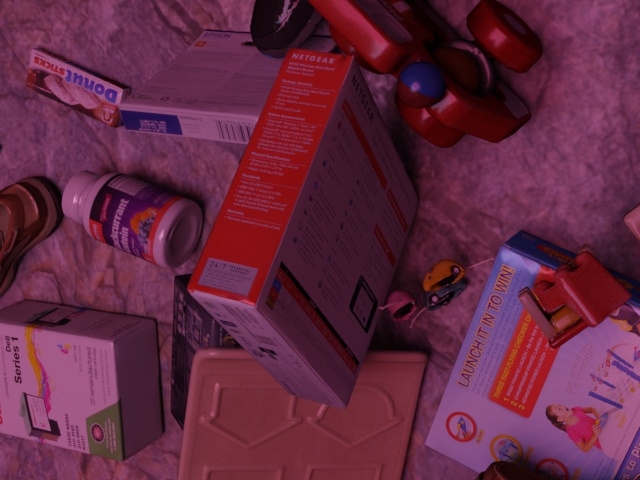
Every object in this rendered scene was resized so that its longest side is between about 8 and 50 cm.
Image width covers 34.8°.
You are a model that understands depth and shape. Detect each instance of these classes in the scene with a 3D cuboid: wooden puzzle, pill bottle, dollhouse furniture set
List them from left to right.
[{"bbox_3d":[-0.282,-0.038,1.508,0.194,0.108,0.108,21,112,21],"label":"pill bottle"},{"bbox_3d":[-0.038,0.285,1.413,0.322,0.080,0.347,3,114,-18],"label":"wooden puzzle"},{"bbox_3d":[0.397,0.014,1.063,0.374,0.201,0.152,-38,83,11],"label":"dollhouse furniture set"}]

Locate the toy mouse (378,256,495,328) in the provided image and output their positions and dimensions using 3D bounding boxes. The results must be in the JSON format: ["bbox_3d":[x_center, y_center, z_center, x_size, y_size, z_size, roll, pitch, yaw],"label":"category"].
[{"bbox_3d":[0.133,0.071,1.328,0.031,0.161,0.143,60,155,22],"label":"toy mouse"}]

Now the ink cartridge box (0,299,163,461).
[{"bbox_3d":[-0.402,0.219,1.635,0.278,0.117,0.201,6,106,26],"label":"ink cartridge box"}]

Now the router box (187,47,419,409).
[{"bbox_3d":[0.000,0.000,1.181,0.082,0.335,0.301,12,67,24],"label":"router box"}]

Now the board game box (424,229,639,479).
[{"bbox_3d":[0.323,0.188,1.272,0.302,0.086,0.308,26,114,19],"label":"board game box"}]

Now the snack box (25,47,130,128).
[{"bbox_3d":[-0.370,-0.232,1.550,0.178,0.022,0.064,25,112,20],"label":"snack box"}]

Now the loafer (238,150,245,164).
[{"bbox_3d":[-0.079,0.014,1.363,0.134,0.130,0.365,20,134,22],"label":"loafer"}]

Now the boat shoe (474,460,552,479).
[{"bbox_3d":[0.335,0.334,1.202,0.307,0.111,0.104,29,112,6],"label":"boat shoe"}]

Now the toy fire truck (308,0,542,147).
[{"bbox_3d":[0.106,-0.226,1.173,0.302,0.254,0.169,49,120,8],"label":"toy fire truck"}]

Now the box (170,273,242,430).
[{"bbox_3d":[-0.164,0.185,1.482,0.183,0.059,0.232,-144,54,-60],"label":"box"}]

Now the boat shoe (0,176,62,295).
[{"bbox_3d":[-0.554,0.014,1.656,0.122,0.120,0.324,50,119,7],"label":"boat shoe"}]

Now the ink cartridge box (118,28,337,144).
[{"bbox_3d":[-0.110,-0.202,1.326,0.223,0.224,0.045,9,130,26],"label":"ink cartridge box"}]

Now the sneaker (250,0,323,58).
[{"bbox_3d":[-0.044,-0.396,1.254,0.125,0.140,0.340,37,117,49],"label":"sneaker"}]
